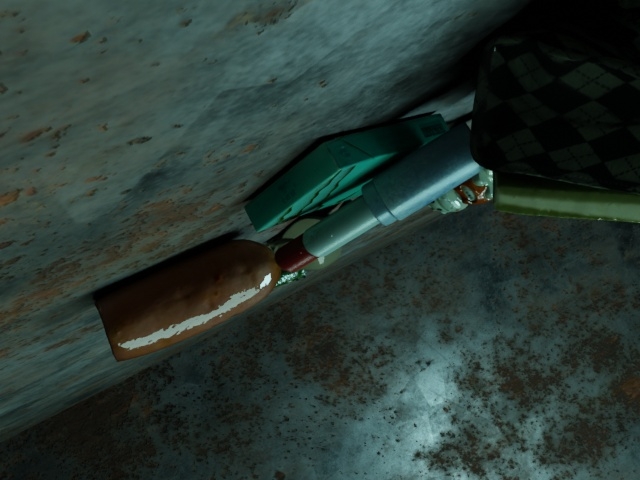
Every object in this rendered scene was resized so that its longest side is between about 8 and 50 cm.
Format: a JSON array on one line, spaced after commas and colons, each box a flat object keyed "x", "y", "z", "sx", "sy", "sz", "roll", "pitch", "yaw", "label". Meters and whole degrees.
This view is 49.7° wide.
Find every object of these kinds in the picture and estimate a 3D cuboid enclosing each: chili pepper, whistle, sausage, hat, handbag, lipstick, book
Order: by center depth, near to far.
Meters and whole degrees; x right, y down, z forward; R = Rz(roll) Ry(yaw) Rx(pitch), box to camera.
[{"x": 0.402, "y": -0.151, "z": 0.698, "sx": 0.416, "sy": 0.180, "sz": 0.316, "roll": -23, "pitch": -149, "yaw": -35, "label": "handbag"}, {"x": 0.367, "y": -0.066, "z": 0.749, "sx": 0.352, "sy": 0.035, "sz": 0.239, "roll": 5, "pitch": -158, "yaw": 12, "label": "book"}, {"x": 0.064, "y": -0.041, "z": 0.812, "sx": 0.274, "sy": 0.061, "sz": 0.068, "roll": -32, "pitch": 174, "yaw": 16, "label": "lipstick"}, {"x": -0.175, "y": 0.075, "z": 0.958, "sx": 0.259, "sy": 0.113, "sz": 0.113, "roll": -24, "pitch": 173, "yaw": -20, "label": "sausage"}, {"x": 0.000, "y": 0.000, "z": 1.177, "sx": 0.147, "sy": 0.085, "sz": 0.175, "roll": -23, "pitch": 174, "yaw": -27, "label": "hat"}, {"x": 0.299, "y": -0.119, "z": 1.372, "sx": 0.253, "sy": 0.106, "sz": 0.101, "roll": -24, "pitch": 155, "yaw": 33, "label": "whistle"}, {"x": -0.141, "y": 0.095, "z": 1.509, "sx": 0.227, "sy": 0.059, "sz": 0.088, "roll": -21, "pitch": 176, "yaw": -34, "label": "chili pepper"}]

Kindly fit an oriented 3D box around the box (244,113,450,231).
[{"x": 0.036, "y": -0.084, "z": 0.836, "sx": 0.226, "sy": 0.042, "sz": 0.161, "roll": -22, "pitch": 171, "yaw": -46, "label": "box"}]
